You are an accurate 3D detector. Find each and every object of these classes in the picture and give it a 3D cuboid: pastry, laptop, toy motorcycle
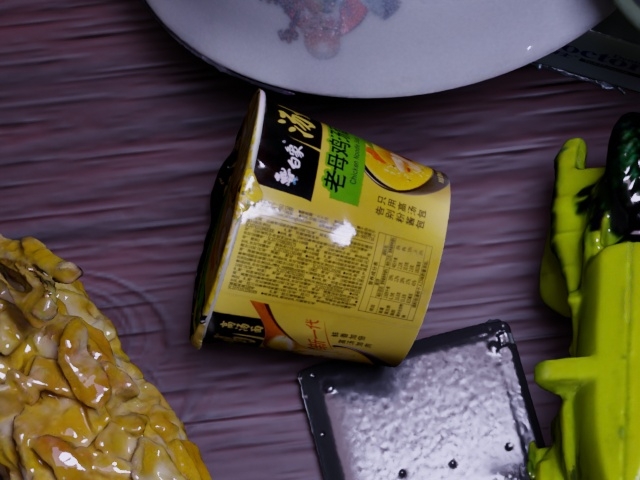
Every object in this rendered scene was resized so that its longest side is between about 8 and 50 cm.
[{"bbox_3d":[-0.137,0.097,1.071,0.102,0.154,0.250,-34,78,-9],"label":"pastry"},{"bbox_3d":[0.070,0.142,1.131,0.129,0.016,0.180,-14,72,-6],"label":"laptop"},{"bbox_3d":[0.183,0.102,1.065,0.142,0.206,0.342,0,58,12],"label":"toy motorcycle"}]

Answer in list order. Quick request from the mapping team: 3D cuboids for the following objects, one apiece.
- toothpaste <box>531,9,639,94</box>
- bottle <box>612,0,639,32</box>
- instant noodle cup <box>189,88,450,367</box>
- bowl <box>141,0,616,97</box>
[{"bbox_3d":[0.267,-0.108,1.175,0.312,0.089,0.071,17,77,4],"label":"toothpaste"},{"bbox_3d":[0.294,-0.208,1.105,0.168,0.168,0.347,49,40,13],"label":"bottle"},{"bbox_3d":[0.000,0.000,1.114,0.122,0.151,0.151,13,73,-8],"label":"instant noodle cup"},{"bbox_3d":[0.035,-0.258,1.128,0.345,0.157,0.345,-5,55,8],"label":"bowl"}]
